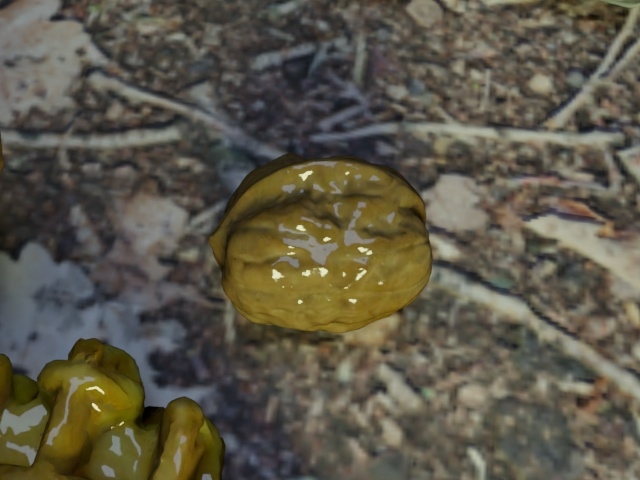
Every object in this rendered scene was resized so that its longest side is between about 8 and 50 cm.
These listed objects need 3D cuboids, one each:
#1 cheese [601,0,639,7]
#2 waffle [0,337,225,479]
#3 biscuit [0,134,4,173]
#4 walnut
[{"bbox_3d":[0.065,-0.173,0.541,0.235,0.049,0.127,19,62,7],"label":"cheese"},{"bbox_3d":[-0.115,0.187,0.339,0.329,0.062,0.329,2,62,-3],"label":"waffle"},{"bbox_3d":[-0.338,0.010,0.391,0.385,0.062,0.365,19,61,19],"label":"biscuit"},{"bbox_3d":[0.000,0.000,0.435,0.096,0.082,0.079,0,35,-3],"label":"walnut"}]
